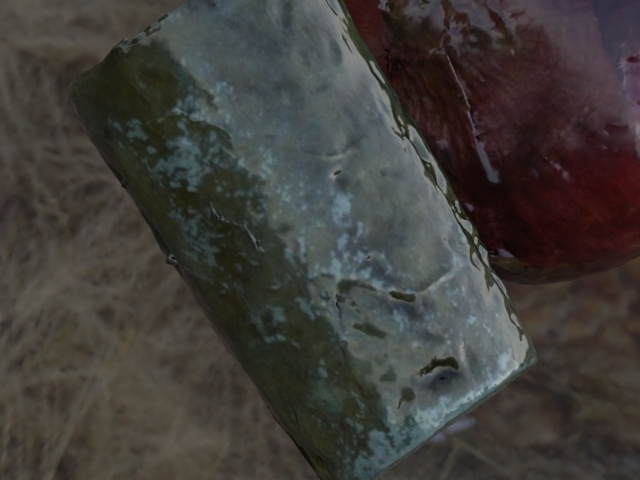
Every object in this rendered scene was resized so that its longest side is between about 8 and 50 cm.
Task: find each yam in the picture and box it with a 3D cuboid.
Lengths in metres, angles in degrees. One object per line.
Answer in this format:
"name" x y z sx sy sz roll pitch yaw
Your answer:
"yam" 0.000 0.000 0.595 0.194 0.107 0.107 59 31 -7

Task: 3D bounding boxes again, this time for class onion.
"onion" 0.116 -0.111 0.934 0.276 0.276 0.276 20 31 -12
